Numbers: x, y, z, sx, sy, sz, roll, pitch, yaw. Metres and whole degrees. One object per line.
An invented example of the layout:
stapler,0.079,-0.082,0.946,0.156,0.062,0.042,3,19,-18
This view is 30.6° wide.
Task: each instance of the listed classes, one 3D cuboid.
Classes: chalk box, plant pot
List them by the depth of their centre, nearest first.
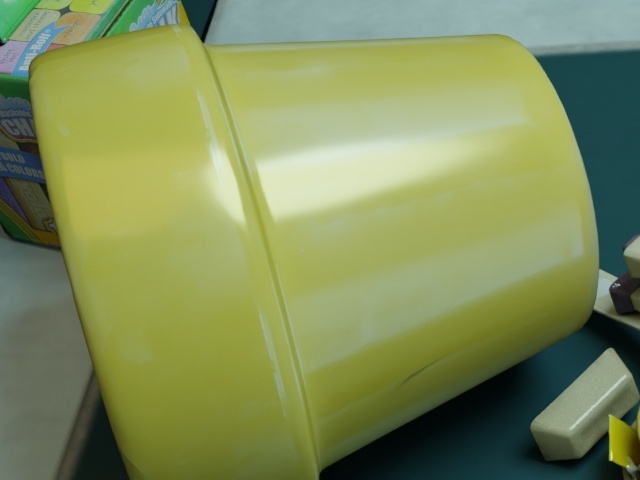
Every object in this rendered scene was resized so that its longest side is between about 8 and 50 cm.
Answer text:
plant pot,0.000,0.000,0.607,0.239,0.254,0.254,-16,47,-8
chalk box,-0.165,-0.107,0.765,0.132,0.213,0.132,11,54,24

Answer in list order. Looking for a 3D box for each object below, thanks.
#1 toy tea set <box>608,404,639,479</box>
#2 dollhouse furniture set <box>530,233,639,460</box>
toy tea set,0.223,0.164,0.475,0.200,0.124,0.336,-3,49,14
dollhouse furniture set,0.137,0.051,0.640,0.114,0.091,0.081,-40,36,-16
